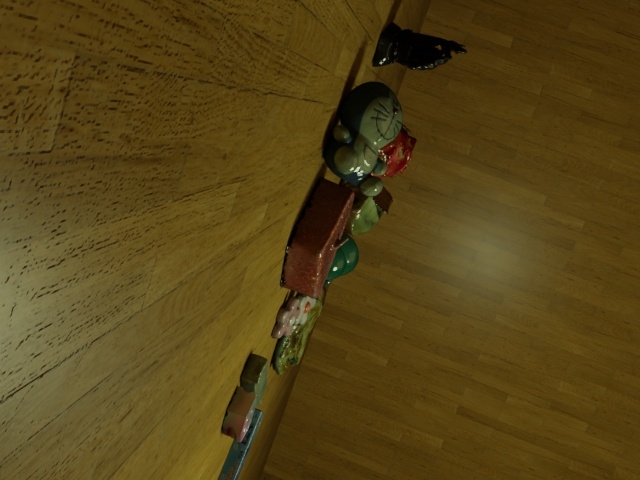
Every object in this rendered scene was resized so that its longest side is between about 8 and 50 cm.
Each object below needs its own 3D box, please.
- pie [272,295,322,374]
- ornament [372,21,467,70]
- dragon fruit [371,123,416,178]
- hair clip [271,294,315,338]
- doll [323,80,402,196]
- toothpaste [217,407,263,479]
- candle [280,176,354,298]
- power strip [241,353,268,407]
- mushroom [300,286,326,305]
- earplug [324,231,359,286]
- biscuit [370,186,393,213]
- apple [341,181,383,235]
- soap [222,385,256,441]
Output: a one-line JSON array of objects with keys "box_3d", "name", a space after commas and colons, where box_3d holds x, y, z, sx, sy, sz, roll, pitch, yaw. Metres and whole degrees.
[{"box_3d": [-0.081, 0.324, 2.301, 0.303, 0.066, 0.303, -56, 162, -28], "name": "pie"}, {"box_3d": [0.306, -0.570, 1.981, 0.251, 0.260, 0.106, -60, 163, -55], "name": "ornament"}, {"box_3d": [0.191, -0.306, 2.174, 0.268, 0.210, 0.205, -11, 130, -59], "name": "dragon fruit"}, {"box_3d": [-0.083, 0.220, 2.031, 0.146, 0.075, 0.257, -66, 172, 18], "name": "hair clip"}, {"box_3d": [0.114, -0.265, 1.639, 0.228, 0.154, 0.259, 32, 88, -47], "name": "doll"}, {"box_3d": [-0.248, 0.646, 2.008, 0.066, 0.053, 0.272, 95, 17, -71], "name": "toothpaste"}, {"box_3d": [0.000, 0.000, 1.709, 0.287, 0.131, 0.317, -15, 125, -80], "name": "candle"}, {"box_3d": [-0.175, 0.374, 1.738, 0.272, 0.052, 0.078, 99, 13, -62], "name": "power strip"}, {"box_3d": [-0.031, 0.212, 2.426, 0.072, 0.094, 0.210, -60, 165, -45], "name": "mushroom"}, {"box_3d": [0.023, 0.063, 2.231, 0.257, 0.164, 0.280, -37, 179, 29], "name": "earplug"}, {"box_3d": [0.170, -0.204, 2.274, 0.013, 0.232, 0.237, -39, -173, 19], "name": "biscuit"}, {"box_3d": [0.131, -0.126, 2.348, 0.207, 0.173, 0.188, -63, 146, -15], "name": "apple"}, {"box_3d": [-0.207, 0.447, 1.665, 0.149, 0.056, 0.100, 103, 12, -54], "name": "soap"}]
